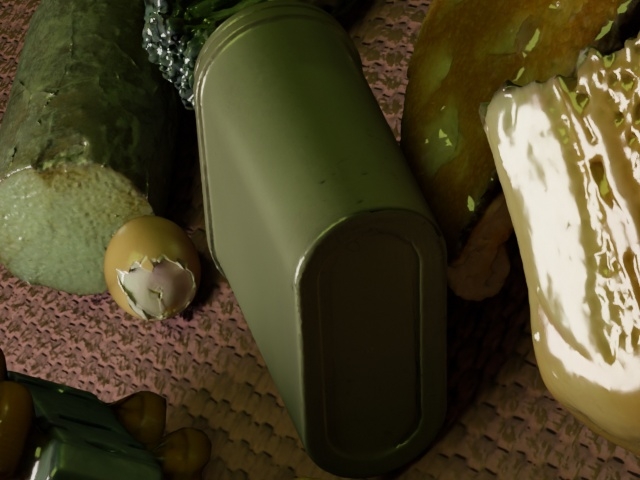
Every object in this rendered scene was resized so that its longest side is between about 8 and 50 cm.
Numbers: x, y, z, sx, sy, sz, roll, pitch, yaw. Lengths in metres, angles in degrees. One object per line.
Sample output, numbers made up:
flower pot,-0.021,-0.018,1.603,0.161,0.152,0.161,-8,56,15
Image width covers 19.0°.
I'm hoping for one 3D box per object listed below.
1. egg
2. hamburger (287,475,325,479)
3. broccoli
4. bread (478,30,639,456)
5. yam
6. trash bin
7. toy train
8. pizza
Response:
egg,-0.139,0.020,1.561,0.080,0.080,0.096,-51,30,7
hamburger,0.001,0.243,1.182,0.177,0.113,0.185,-39,45,15
broccoli,-0.016,-0.228,1.593,0.304,0.145,0.165,-46,37,-8
bread,0.249,-0.003,0.976,0.316,0.211,0.270,-26,77,55
yam,-0.199,-0.102,1.676,0.161,0.161,0.268,-26,42,37
trash bin,0.000,0.000,1.294,0.121,0.243,0.247,-11,40,-11
toy train,-0.203,0.207,1.364,0.369,0.163,0.231,-158,84,-72
pizza,0.171,-0.149,1.288,0.278,0.114,0.408,-15,51,46
